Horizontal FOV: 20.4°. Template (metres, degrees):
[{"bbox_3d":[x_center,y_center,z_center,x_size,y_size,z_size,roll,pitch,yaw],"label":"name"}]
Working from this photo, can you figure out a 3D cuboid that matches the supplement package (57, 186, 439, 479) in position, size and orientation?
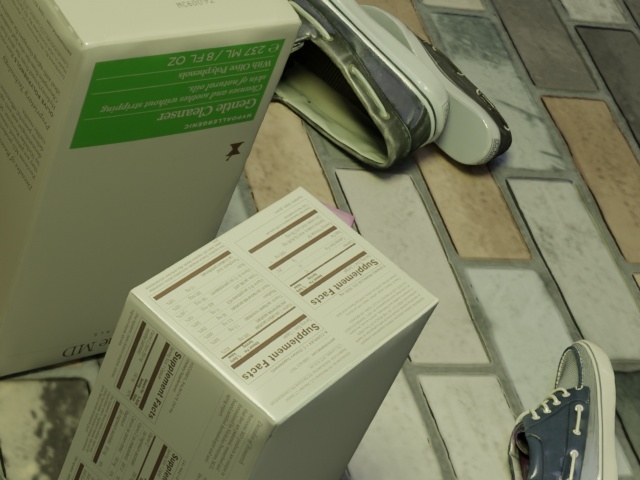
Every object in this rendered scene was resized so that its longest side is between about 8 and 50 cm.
[{"bbox_3d":[-0.062,0.127,1.345,0.145,0.262,0.204,40,43,16],"label":"supplement package"}]

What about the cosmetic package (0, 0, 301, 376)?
[{"bbox_3d":[-0.179,-0.075,1.419,0.197,0.365,0.155,-13,52,-33],"label":"cosmetic package"}]

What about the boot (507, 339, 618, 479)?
[{"bbox_3d":[0.214,0.159,1.597,0.086,0.069,0.190,16,44,-15],"label":"boot"}]

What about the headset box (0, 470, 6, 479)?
[{"bbox_3d":[-0.320,0.213,1.073,0.246,0.283,0.131,-25,61,-23],"label":"headset box"}]

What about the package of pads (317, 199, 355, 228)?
[{"bbox_3d":[0.000,0.000,1.684,0.050,0.032,0.083,21,41,-2],"label":"package of pads"}]

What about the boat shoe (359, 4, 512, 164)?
[{"bbox_3d":[0.118,-0.167,1.889,0.228,0.080,0.076,43,27,23],"label":"boat shoe"}]

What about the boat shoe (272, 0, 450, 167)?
[{"bbox_3d":[-0.022,-0.201,1.814,0.335,0.121,0.119,36,44,13],"label":"boat shoe"}]
